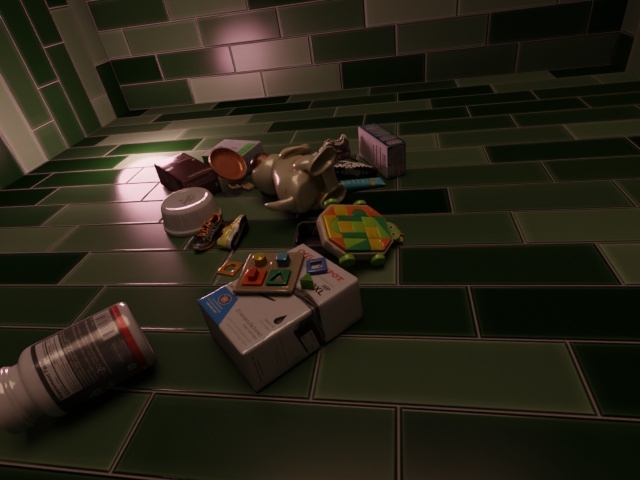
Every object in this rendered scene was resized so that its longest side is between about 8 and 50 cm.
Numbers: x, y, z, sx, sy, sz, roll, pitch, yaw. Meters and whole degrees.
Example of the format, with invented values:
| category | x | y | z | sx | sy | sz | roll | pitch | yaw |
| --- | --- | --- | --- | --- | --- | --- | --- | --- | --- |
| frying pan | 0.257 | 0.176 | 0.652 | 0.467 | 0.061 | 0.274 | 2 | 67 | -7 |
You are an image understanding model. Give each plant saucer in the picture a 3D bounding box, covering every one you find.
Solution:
| category | x | y | z | sx | sy | sz | roll | pitch | yaw |
| --- | --- | --- | --- | --- | --- | --- | --- | --- | --- |
| plant saucer | -0.476 | -0.386 | 2.081 | 0.200 | 0.037 | 0.199 | 18 | 54 | -27 |

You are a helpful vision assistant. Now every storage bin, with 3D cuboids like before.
| category | x | y | z | sx | sy | sz | roll | pitch | yaw |
| --- | --- | --- | --- | --- | --- | --- | --- | --- | --- |
| storage bin | 0.000 | 0.000 | 1.536 | 0.181 | 0.084 | 0.121 | -1 | 50 | 14 |

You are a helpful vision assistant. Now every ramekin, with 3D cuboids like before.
| category | x | y | z | sx | sy | sz | roll | pitch | yaw |
| --- | --- | --- | --- | --- | --- | --- | --- | --- | --- |
| ramekin | -0.600 | -0.140 | 1.861 | 0.274 | 0.127 | 0.272 | -7 | 34 | 5 |

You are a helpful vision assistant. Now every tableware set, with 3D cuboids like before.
| category | x | y | z | sx | sy | sz | roll | pitch | yaw |
| --- | --- | --- | --- | --- | --- | --- | --- | --- | --- |
| tableware set | -0.432 | -0.305 | 2.095 | 0.141 | 0.020 | 0.169 | -17 | 49 | -41 |

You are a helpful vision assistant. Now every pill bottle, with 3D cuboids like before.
| category | x | y | z | sx | sy | sz | roll | pitch | yaw |
| --- | --- | --- | --- | --- | --- | --- | --- | --- | --- |
| pill bottle | -0.669 | 0.342 | 1.114 | 0.363 | 0.210 | 0.210 | -28 | 39 | -25 |

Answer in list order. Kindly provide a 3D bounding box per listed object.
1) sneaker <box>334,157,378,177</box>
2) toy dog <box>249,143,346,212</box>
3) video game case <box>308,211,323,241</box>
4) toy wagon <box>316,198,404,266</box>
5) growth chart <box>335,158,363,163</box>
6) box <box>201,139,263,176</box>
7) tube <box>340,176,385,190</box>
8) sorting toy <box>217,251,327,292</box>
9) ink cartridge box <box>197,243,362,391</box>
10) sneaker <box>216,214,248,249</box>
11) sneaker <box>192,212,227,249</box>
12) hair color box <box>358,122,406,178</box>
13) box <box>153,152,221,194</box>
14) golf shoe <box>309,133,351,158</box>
| category | x | y | z | sx | sy | sz | roll | pitch | yaw |
| --- | --- | --- | --- | --- | --- | --- | --- | --- | --- |
| sneaker | 0.172 | -0.371 | 2.035 | 0.235 | 0.078 | 0.106 | 3 | 48 | 8 |
| toy dog | -0.143 | -0.270 | 1.864 | 0.408 | 0.284 | 0.395 | 26 | 66 | 42 |
| video game case | 0.073 | -0.051 | 1.668 | 0.194 | 0.023 | 0.212 | 3 | 36 | 16 |
| toy wagon | 0.159 | -0.035 | 1.477 | 0.345 | 0.068 | 0.266 | 0 | 56 | -22 |
| growth chart | 0.088 | -0.395 | 2.163 | 0.172 | 0.021 | 0.237 | -33 | 40 | -29 |
| box | -0.490 | -0.470 | 2.315 | 0.262 | 0.126 | 0.231 | 9 | 40 | 25 |
| tube | 0.199 | -0.270 | 1.940 | 0.208 | 0.052 | 0.080 | -9 | 41 | -9 |
| sorting toy | -0.154 | 0.084 | 1.213 | 0.349 | 0.047 | 0.195 | -2 | 34 | 13 |
| ink cartridge box | -0.113 | 0.204 | 1.218 | 0.395 | 0.166 | 0.286 | -29 | 39 | -27 |
| sneaker | -0.371 | -0.042 | 1.710 | 0.094 | 0.081 | 0.208 | 0 | 36 | 17 |
| sneaker | -0.480 | -0.037 | 1.726 | 0.084 | 0.083 | 0.214 | 5 | 38 | 17 |
| hair color box | 0.309 | -0.465 | 2.077 | 0.105 | 0.173 | 0.347 | -16 | 35 | -12 |
| box | -0.713 | -0.338 | 2.165 | 0.191 | 0.143 | 0.382 | -31 | 42 | -30 |
| golf shoe | 0.029 | -0.482 | 2.181 | 0.273 | 0.120 | 0.105 | -23 | 38 | -14 |
